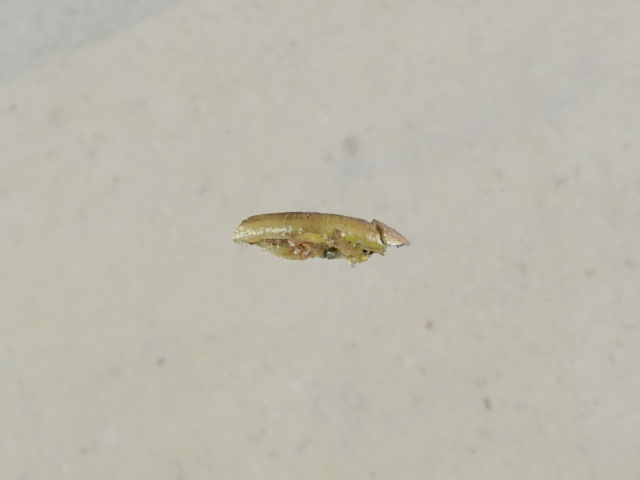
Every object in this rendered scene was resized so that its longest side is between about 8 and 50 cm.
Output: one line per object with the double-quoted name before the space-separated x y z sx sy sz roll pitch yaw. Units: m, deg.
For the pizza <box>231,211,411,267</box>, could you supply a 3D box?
"pizza" 0.000 0.000 0.874 0.083 0.037 0.016 4 67 10
